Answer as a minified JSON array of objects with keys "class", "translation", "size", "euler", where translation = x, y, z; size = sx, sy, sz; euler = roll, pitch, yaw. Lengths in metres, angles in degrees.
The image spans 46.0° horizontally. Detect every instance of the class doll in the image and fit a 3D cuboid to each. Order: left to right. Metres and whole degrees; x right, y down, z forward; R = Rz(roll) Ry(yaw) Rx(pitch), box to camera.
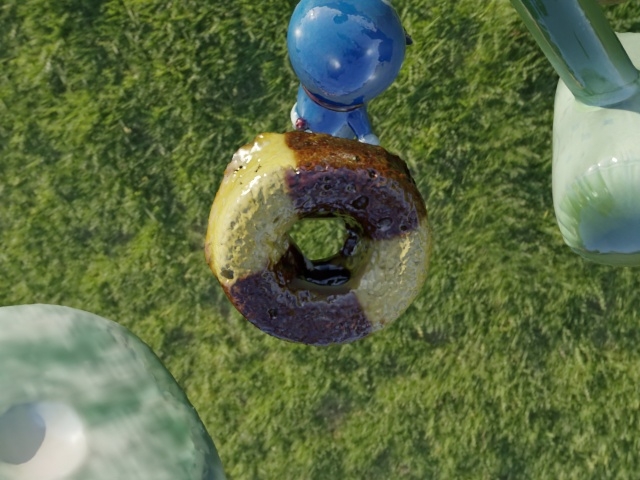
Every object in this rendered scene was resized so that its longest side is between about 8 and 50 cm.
[{"class":"doll","translation":[0.033,-0.232,1.049],"size":[0.215,0.161,0.257],"euler":[50,152,18]}]

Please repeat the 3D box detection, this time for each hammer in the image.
[{"class":"hammer","translation":[0.178,-0.145,0.550],"size":[0.119,0.206,0.335],"euler":[-24,123,35]}]

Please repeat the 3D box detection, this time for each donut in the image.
[{"class":"donut","translation":[0.000,0.000,0.447],"size":[0.140,0.059,0.140],"euler":[-2,106,-6]}]

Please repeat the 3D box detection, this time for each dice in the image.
[{"class":"dice","translation":[-0.307,0.293,0.742],"size":[0.330,0.328,0.348],"euler":[49,133,27]}]

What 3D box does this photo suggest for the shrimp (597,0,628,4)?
[{"class":"shrimp","translation":[0.264,-0.304,0.780],"size":[0.126,0.223,0.047],"euler":[21,88,33]}]
